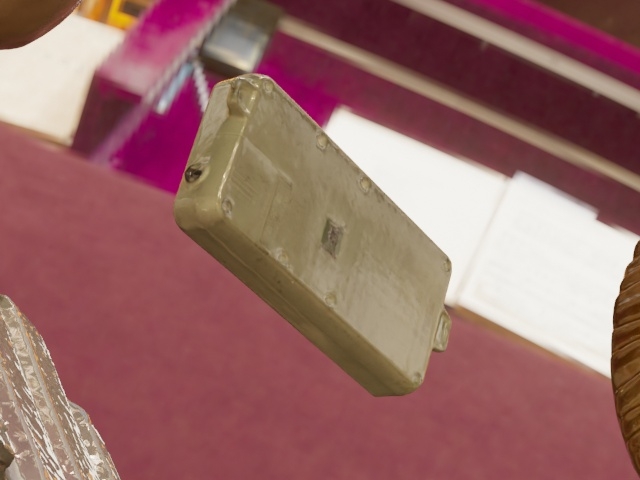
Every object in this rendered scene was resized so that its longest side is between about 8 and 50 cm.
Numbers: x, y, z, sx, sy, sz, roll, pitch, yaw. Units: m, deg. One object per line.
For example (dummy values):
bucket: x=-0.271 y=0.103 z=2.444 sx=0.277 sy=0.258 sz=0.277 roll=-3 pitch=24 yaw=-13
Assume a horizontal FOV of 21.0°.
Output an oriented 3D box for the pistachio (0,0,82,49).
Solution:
pistachio: x=-0.184 y=-0.203 z=1.067 sx=0.144 sy=0.215 sz=0.144 roll=10 pitch=61 yaw=-20

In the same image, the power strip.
power strip: x=0.000 y=0.000 z=1.165 sx=0.270 sy=0.046 sz=0.118 roll=43 pitch=53 yaw=-39

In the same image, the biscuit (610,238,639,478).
biscuit: x=0.304 y=0.050 z=0.880 sx=0.318 sy=0.040 sz=0.318 roll=-10 pitch=55 yaw=14

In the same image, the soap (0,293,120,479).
soap: x=-0.323 y=0.176 z=1.442 sx=0.350 sy=0.213 sz=0.435 roll=55 pitch=0 yaw=-39
